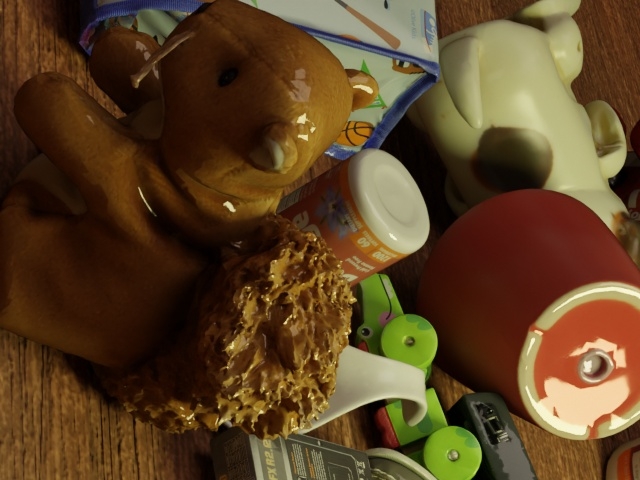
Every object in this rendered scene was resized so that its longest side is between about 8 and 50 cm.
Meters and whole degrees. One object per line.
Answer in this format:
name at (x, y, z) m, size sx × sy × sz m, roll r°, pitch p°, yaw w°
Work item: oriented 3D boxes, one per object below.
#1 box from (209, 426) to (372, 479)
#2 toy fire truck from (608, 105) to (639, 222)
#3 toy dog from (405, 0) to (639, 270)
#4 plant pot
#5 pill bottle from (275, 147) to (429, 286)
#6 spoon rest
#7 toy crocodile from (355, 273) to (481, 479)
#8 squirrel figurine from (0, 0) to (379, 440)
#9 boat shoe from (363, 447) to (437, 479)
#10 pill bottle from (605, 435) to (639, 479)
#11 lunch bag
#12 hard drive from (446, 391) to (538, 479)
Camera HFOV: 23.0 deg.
box at (-0.010, 0.302, 1.529) m, size 0.183 × 0.056 × 0.231 m, roll 21°, pitch 45°, yaw -44°
toy fire truck at (0.443, -0.055, 2.312) m, size 0.169 × 0.302 × 0.254 m, roll 54°, pitch 56°, yaw -34°
toy dog at (0.291, -0.099, 2.092) m, size 0.395 × 0.284 × 0.408 m, roll -57°, pitch 125°, yaw -83°
plant pot at (0.278, 0.101, 1.867) m, size 0.275 × 0.275 × 0.243 m, roll 44°, pitch 3°, yaw -24°
pill bottle at (0.000, 0.000, 1.686) m, size 0.121 × 0.216 × 0.121 m, roll 34°, pitch 39°, yaw -34°
spoon rest at (0.001, 0.146, 1.637) m, size 0.276 × 0.084 × 0.137 m, roll 8°, pitch 66°, yaw -30°
toy crocodile at (0.101, 0.195, 1.790) m, size 0.115 × 0.105 × 0.341 m, roll 98°, pitch -27°, yaw -71°
squirrel figurine at (-0.096, -0.019, 1.415) m, size 0.397 × 0.370 × 0.281 m, roll 59°, pitch 31°, yaw -2°
boat shoe at (0.117, 0.361, 1.661) m, size 0.305 × 0.109 × 0.091 m, roll 60°, pitch 26°, yaw -8°
pill bottle at (0.605, 0.312, 2.122) m, size 0.224 × 0.392 × 0.224 m, roll 34°, pitch 40°, yaw -35°
lunch bag at (-0.084, -0.298, 1.785) m, size 0.385 × 0.239 × 0.328 m, roll 13°, pitch 52°, yaw -22°
hard drive at (0.218, 0.301, 1.820) m, size 0.172 × 0.054 × 0.255 m, roll 101°, pitch -30°, yaw -76°
